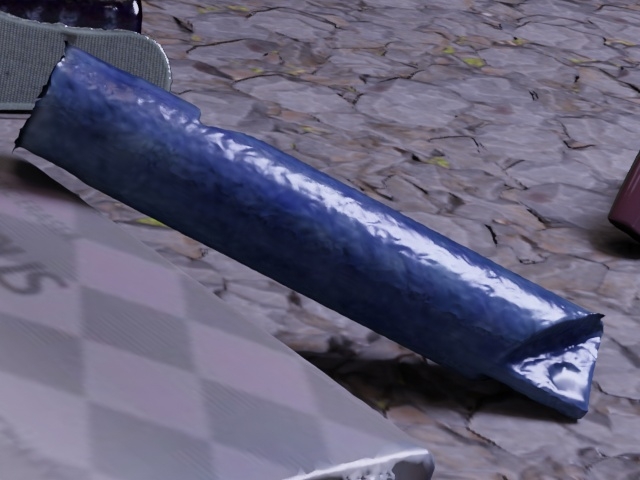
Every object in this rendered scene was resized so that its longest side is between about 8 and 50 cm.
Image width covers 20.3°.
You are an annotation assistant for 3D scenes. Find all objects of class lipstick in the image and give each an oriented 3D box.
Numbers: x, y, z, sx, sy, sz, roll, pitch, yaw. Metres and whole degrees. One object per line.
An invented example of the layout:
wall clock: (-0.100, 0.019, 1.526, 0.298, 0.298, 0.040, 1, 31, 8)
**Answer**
lipstick: (-0.266, -0.149, 1.177, 0.300, 0.081, 0.081, 1, 24, -17)

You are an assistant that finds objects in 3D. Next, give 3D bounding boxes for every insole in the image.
insole: (-0.207, -0.118, 1.146, 0.232, 0.080, 0.003, 8, -10, -18)

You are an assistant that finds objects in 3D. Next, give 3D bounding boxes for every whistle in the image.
whistle: (0.000, 0.000, 0.862, 0.304, 0.062, 0.062, 27, 21, -10)

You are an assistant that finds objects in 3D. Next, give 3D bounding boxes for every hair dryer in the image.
hair dryer: (0.222, -0.048, 1.133, 0.054, 0.106, 0.154, 34, 4, 4)

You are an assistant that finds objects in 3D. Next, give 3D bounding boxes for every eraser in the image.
eraser: (-0.162, 0.049, 0.745, 0.213, 0.082, 0.397, -9, 29, -39)
